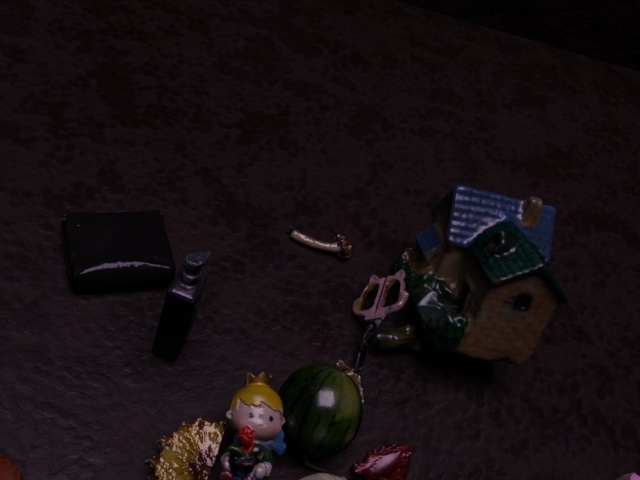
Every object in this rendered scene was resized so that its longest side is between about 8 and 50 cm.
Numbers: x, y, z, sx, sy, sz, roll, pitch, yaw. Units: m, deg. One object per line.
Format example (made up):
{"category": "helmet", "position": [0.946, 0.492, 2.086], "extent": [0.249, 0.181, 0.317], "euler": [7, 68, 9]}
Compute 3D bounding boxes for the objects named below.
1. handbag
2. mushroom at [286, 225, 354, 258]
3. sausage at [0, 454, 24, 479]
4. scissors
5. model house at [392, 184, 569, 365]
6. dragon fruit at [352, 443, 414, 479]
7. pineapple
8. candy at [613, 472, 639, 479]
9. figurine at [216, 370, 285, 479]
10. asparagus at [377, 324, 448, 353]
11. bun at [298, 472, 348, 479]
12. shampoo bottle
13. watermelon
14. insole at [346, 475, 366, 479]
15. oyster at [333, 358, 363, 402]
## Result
{"category": "handbag", "position": [-0.471, 0.012, 1.760], "extent": [0.247, 0.080, 0.223], "euler": [-3, 51, -26]}
{"category": "mushroom", "position": [0.000, 0.000, 1.994], "extent": [0.187, 0.061, 0.060], "euler": [16, 51, -4]}
{"category": "sausage", "position": [-0.624, 0.462, 1.265], "extent": [0.113, 0.113, 0.259], "euler": [38, 47, 12]}
{"category": "scissors", "position": [0.130, 0.192, 1.829], "extent": [0.024, 0.160, 0.317], "euler": [56, 38, -31]}
{"category": "model house", "position": [0.412, 0.057, 1.855], "extent": [0.335, 0.342, 0.382], "euler": [13, 28, -14]}
{"category": "dragon fruit", "position": [0.136, 0.472, 1.613], "extent": [0.131, 0.063, 0.097], "euler": [13, 43, -12]}
{"category": "pineapple", "position": [-0.276, 0.433, 1.463], "extent": [0.135, 0.079, 0.233], "euler": [21, 45, -1]}
{"category": "candy", "position": [0.656, 0.651, 1.614], "extent": [0.116, 0.155, 0.265], "euler": [34, 45, 2]}
{"category": "figurine", "position": [-0.138, 0.373, 1.455], "extent": [0.127, 0.185, 0.234], "euler": [14, 85, 13]}
{"category": "asparagus", "position": [0.263, 0.245, 1.872], "extent": [0.287, 0.080, 0.080], "euler": [4, 49, -17]}
{"category": "bun", "position": [0.025, 0.565, 1.419], "extent": [0.259, 0.160, 0.259], "euler": [11, 50, -14]}
{"category": "shampoo bottle", "position": [-0.290, 0.130, 1.568], "extent": [0.071, 0.309, 0.098], "euler": [25, 46, 1]}
{"category": "watermelon", "position": [-0.008, 0.366, 1.575], "extent": [0.188, 0.188, 0.214], "euler": [23, 90, 0]}
{"category": "insole", "position": [0.076, 0.523, 1.586], "extent": [0.153, 0.002, 0.053], "euler": [-2, 51, -25]}
{"category": "oyster", "position": [0.046, 0.343, 1.706], "extent": [0.122, 0.045, 0.146], "euler": [-17, 66, -38]}
